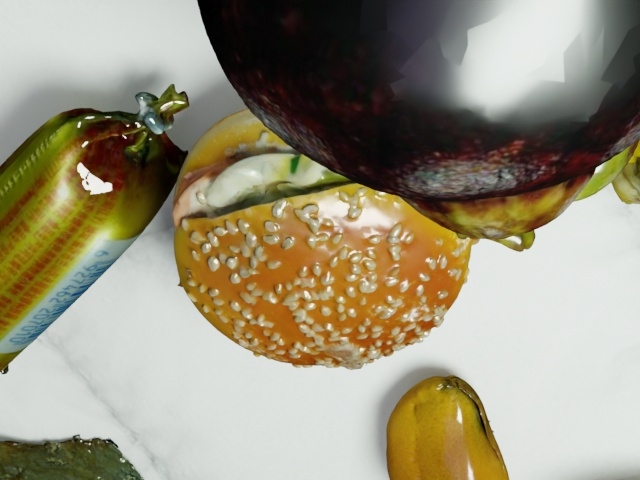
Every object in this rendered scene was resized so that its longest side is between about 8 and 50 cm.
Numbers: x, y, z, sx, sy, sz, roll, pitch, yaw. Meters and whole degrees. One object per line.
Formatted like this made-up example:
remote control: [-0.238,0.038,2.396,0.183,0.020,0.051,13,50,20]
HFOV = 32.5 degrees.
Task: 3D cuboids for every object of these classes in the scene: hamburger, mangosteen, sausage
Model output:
hamburger: [-0.003,0.002,0.805,0.237,0.147,0.236,6,128,8]
mangosteen: [0.087,-0.157,0.616,0.297,0.313,0.296,-3,83,27]
sausage: [-0.213,-0.019,0.852,0.125,0.117,0.317,32,123,-28]

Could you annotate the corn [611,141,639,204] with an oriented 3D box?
corn: [0.345,-0.116,0.671,0.363,0.120,0.120,-29,114,27]

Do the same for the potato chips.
potato chips: [-0.244,0.239,1.088,0.209,0.026,0.142,33,121,-12]

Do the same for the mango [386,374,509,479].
mango: [0.110,0.186,0.950,0.105,0.084,0.159,-2,103,31]
